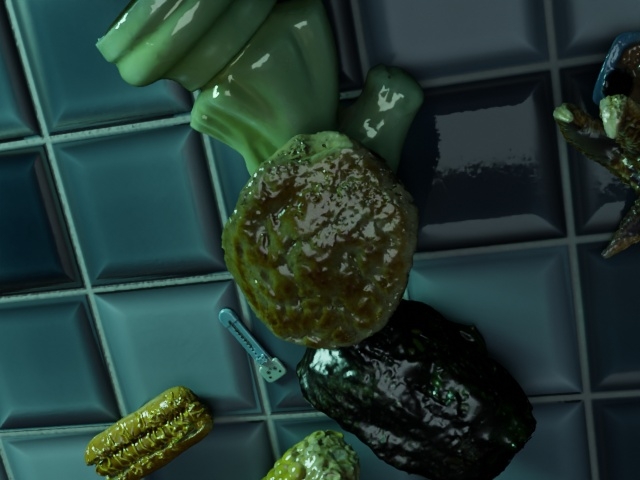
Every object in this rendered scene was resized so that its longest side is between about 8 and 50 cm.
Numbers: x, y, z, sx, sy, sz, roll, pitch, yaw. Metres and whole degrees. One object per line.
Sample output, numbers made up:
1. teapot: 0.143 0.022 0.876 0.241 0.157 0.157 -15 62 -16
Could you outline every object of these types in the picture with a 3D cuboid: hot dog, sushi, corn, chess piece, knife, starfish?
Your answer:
1. hot dog: -0.186 0.215 0.998 0.165 0.045 0.071 -34 98 21
2. sushi: 0.094 0.138 0.870 0.225 0.124 0.127 35 115 0
3. corn: -0.055 0.353 0.978 0.130 0.130 0.347 28 114 0
4. chess piece: -0.031 -0.131 0.798 0.176 0.175 0.298 -39 112 21
5. knife: -0.073 0.109 0.955 0.027 0.010 0.096 -36 99 20
6. starfish: 0.286 -0.042 0.745 0.238 0.216 0.071 38 75 -12

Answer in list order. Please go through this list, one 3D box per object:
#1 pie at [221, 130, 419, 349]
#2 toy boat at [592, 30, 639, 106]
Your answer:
1. pie: 0.000 0.000 0.775 0.163 0.079 0.193 14 114 -10
2. toy boat: 0.338 -0.109 0.745 0.223 0.097 0.100 20 116 4
